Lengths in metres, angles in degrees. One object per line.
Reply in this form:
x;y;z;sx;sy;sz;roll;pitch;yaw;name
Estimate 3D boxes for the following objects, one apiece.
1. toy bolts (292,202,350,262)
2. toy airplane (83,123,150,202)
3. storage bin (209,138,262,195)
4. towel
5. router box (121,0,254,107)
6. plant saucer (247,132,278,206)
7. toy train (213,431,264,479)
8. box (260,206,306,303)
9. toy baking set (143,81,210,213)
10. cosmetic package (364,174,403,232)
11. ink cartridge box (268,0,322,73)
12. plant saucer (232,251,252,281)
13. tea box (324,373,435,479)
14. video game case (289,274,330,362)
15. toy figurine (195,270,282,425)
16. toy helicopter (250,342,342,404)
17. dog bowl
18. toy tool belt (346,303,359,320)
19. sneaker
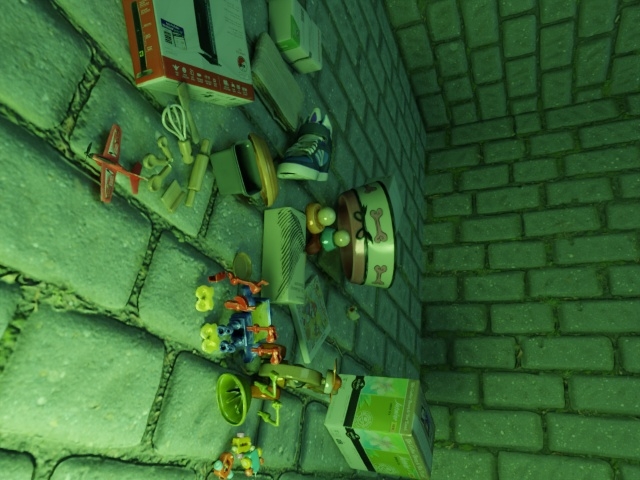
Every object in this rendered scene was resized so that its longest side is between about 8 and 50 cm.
0.000;0.000;1.468;0.228;0.158;0.219;29;60;-61;toy bolts
-0.377;-0.137;0.831;0.151;0.028;0.151;-3;90;-65;toy airplane
-0.215;-0.180;1.119;0.098;0.090;0.135;-42;124;-60;storage bin
-0.136;-0.490;1.403;0.282;0.049;0.187;51;39;-51;towel
-0.294;-0.485;1.015;0.335;0.082;0.302;-20;104;-64;router box
-0.152;-0.190;1.186;0.200;0.037;0.200;165;-90;-77;plant saucer
-0.202;0.537;1.068;0.166;0.046;0.125;59;36;-39;toy train
-0.107;0.048;1.304;0.113;0.094;0.276;23;64;-62;box
-0.291;-0.187;0.939;0.197;0.030;0.257;53;50;-73;toy baking set
0.274;-0.120;2.099;0.385;0.156;0.217;-62;139;-48;cosmetic package
-0.081;-0.691;1.504;0.219;0.092;0.161;16;72;-64;ink cartridge box
-0.210;0.072;1.170;0.083;0.015;0.084;-6;90;-66;plant saucer
0.234;0.690;1.649;0.220;0.323;0.329;-67;143;-45;tea box
-0.031;0.263;1.510;0.206;0.026;0.227;-46;126;-59;video game case
-0.148;0.235;1.085;0.217;0.191;0.363;-25;109;-69;toy figurine
-0.024;0.393;1.250;0.355;0.234;0.140;45;45;-54;toy helicopter
0.162;-0.015;1.665;0.408;0.150;0.409;175;-90;-84;dog bowl
0.130;0.291;1.839;0.051;0.052;0.083;-115;-179;-49;toy tool belt
-0.048;-0.315;1.429;0.322;0.130;0.237;-14;108;-71;sneaker
